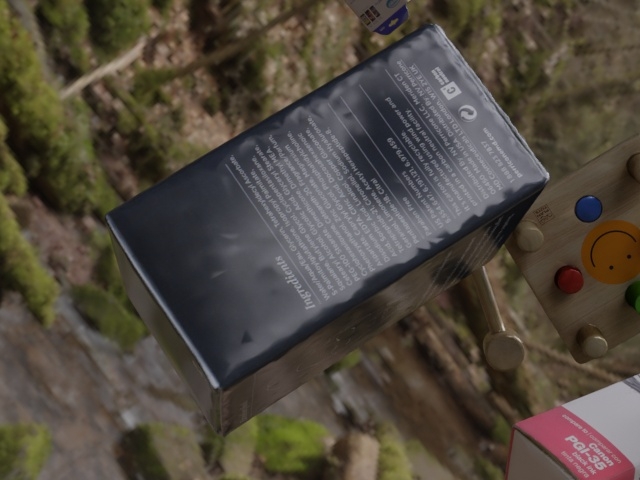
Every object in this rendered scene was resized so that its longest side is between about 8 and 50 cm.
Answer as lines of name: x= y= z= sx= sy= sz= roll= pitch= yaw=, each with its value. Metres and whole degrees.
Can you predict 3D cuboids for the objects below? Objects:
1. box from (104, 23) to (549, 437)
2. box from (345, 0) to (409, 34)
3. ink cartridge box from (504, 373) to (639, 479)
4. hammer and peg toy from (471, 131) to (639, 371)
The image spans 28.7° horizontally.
box: x=0.000 y=0.000 z=1.337 sx=0.212 sy=0.395 sz=0.293 roll=55 pitch=-14 yaw=12
box: x=0.062 y=-0.334 z=1.621 sx=0.136 sy=0.081 sz=0.028 roll=49 pitch=47 yaw=-7
ink cartridge box: x=0.332 y=0.256 z=1.309 sx=0.117 sy=0.283 sz=0.207 roll=40 pitch=-43 yaw=47
hammer and peg toy: x=0.363 y=0.036 z=1.772 sx=0.266 sy=0.361 sz=0.127 roll=58 pitch=9 yaw=-11
